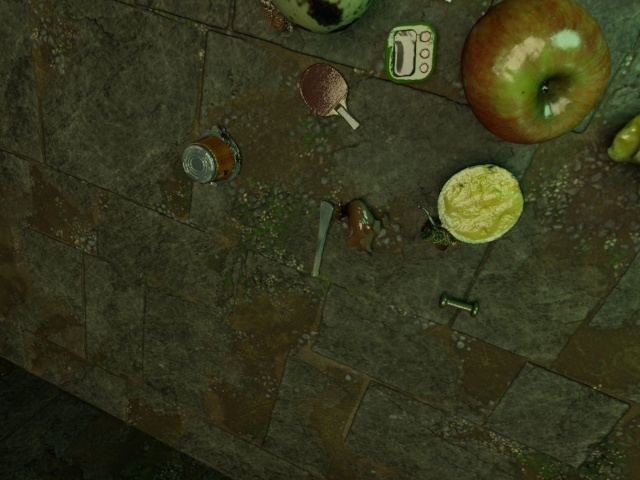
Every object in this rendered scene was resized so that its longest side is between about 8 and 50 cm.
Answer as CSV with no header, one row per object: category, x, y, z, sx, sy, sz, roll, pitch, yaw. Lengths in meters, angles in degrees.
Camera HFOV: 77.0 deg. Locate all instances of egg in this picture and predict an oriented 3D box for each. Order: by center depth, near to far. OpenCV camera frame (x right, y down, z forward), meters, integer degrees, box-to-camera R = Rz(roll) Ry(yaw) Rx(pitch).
egg,-0.013,-0.662,0.892,0.288,0.287,0.379,-22,96,27

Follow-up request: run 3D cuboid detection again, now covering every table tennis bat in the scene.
table tennis bat,0.032,-0.402,1.144,0.220,0.019,0.130,47,119,-2

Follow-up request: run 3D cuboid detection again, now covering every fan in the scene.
fan,0.000,0.000,1.329,0.057,0.023,0.281,36,126,36

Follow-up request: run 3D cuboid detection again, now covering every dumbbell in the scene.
dumbbell,0.428,0.201,1.245,0.118,0.052,0.046,15,76,14

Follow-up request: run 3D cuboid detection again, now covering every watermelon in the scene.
watermelon,0.415,-0.102,1.072,0.204,0.127,0.232,46,118,-4

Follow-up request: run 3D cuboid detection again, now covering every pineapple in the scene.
pineapple,-0.143,-0.641,1.067,0.103,0.083,0.221,-38,94,29

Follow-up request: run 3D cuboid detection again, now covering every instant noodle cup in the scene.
instant noodle cup,-0.361,-0.256,1.293,0.178,0.125,0.208,6,115,17

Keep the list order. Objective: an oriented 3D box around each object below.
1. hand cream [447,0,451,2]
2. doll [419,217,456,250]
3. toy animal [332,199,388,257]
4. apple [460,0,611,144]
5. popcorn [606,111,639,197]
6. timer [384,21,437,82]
hand cream,0.340,-0.709,0.872,0.085,0.058,0.331,31,120,3
doll,0.349,-0.010,1.167,0.113,0.076,0.078,32,111,4
toy animal,0.114,-0.037,1.245,0.179,0.089,0.188,9,117,35
apple,0.454,-0.377,0.886,0.278,0.250,0.309,-18,127,11
popcorn,0.824,-0.182,0.813,0.279,0.274,0.335,17,165,-21
timer,0.229,-0.476,1.023,0.128,0.047,0.140,4,114,17
